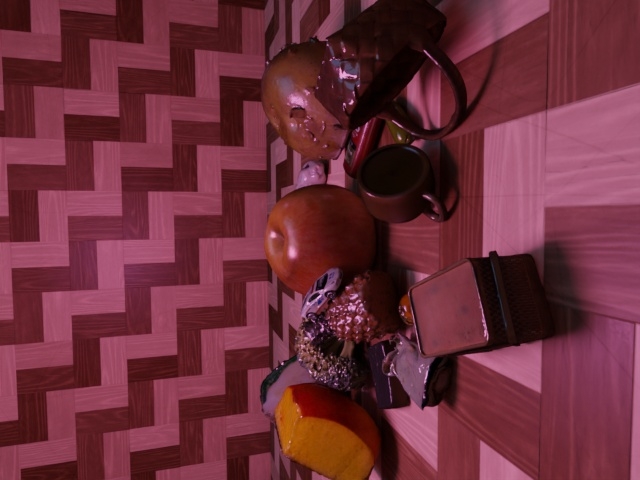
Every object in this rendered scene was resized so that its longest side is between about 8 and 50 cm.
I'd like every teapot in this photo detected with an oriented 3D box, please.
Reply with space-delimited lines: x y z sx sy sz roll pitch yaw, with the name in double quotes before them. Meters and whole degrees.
"teapot" 0.206 -0.118 1.112 0.268 0.185 0.175 36 166 36

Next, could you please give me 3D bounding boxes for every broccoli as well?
"broccoli" 0.035 0.360 1.538 0.375 0.249 0.302 -122 31 -68

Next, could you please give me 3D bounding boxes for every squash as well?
"squash" 0.216 -0.330 1.219 0.201 0.066 0.066 -100 18 -44

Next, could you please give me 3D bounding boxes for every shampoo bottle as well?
"shampoo bottle" 0.144 -0.352 1.418 0.118 0.076 0.314 -98 17 -44

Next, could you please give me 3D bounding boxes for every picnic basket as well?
"picnic basket" 0.296 0.132 0.858 0.266 0.139 0.165 128 138 -64
"picnic basket" 0.192 -0.361 1.014 0.293 0.337 0.337 114 151 -73

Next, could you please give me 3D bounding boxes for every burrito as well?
"burrito" 0.244 0.324 1.139 0.229 0.089 0.144 -151 76 -70

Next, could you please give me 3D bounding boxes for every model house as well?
"model house" -0.047 0.634 1.757 0.284 0.298 0.243 54 -179 -21

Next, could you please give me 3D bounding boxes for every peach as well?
"peach" 0.019 0.611 1.465 0.306 0.380 0.242 0 -72 -78

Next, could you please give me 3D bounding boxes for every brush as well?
"brush" 0.199 0.402 1.327 0.123 0.059 0.197 124 141 -60

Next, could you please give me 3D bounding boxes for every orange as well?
"orange" 0.239 0.181 1.180 0.086 0.062 0.086 -178 90 -74

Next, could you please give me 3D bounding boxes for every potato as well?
"potato" -0.058 -0.497 1.579 0.442 0.319 0.385 116 161 -65

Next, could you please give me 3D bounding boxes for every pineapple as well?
"pineapple" 0.076 0.228 1.327 0.362 0.202 0.202 -32 56 38

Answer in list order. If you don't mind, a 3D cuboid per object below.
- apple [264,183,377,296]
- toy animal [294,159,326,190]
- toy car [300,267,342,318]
"apple" 0.000 0.000 1.468 0.391 0.347 0.391 179 90 -66
"toy animal" -0.059 -0.176 1.965 0.258 0.194 0.357 24 -99 -83
"toy car" 0.000 0.153 1.300 0.205 0.056 0.095 -53 16 39
